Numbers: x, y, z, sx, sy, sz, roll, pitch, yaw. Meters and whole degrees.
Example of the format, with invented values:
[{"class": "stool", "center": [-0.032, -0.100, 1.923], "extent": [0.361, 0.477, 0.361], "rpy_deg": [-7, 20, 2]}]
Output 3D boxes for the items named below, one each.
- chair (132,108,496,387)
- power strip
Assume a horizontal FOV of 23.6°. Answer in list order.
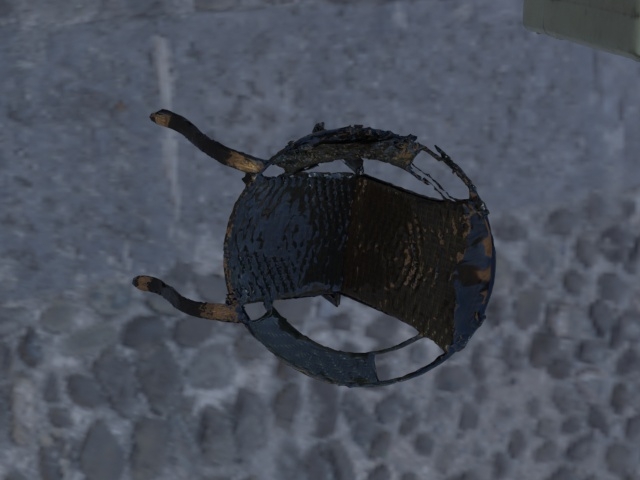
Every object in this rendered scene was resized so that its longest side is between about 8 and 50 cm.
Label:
[{"class": "chair", "center": [0.000, 0.000, 1.017], "extent": [0.149, 0.213, 0.174], "rpy_deg": [-5, 110, -42]}, {"class": "power strip", "center": [0.187, -0.139, 0.913], "extent": [0.093, 0.288, 0.053], "rpy_deg": [2, 102, -9]}]
